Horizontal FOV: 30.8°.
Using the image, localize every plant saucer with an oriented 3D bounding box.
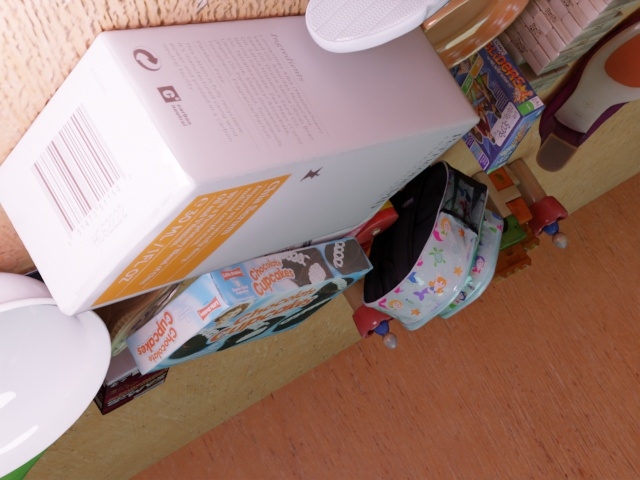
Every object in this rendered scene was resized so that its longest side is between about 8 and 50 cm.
[{"bbox_3d":[0.158,-0.256,1.369,0.200,0.037,0.200,-30,168,-7],"label":"plant saucer"}]

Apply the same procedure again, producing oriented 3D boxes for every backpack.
[{"bbox_3d":[0.181,0.025,1.945,0.225,0.191,0.254,-41,-161,45],"label":"backpack"}]

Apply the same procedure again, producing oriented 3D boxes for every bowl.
[{"bbox_3d":[-0.387,0.134,1.252,0.297,0.134,0.298,-32,150,-21],"label":"bowl"}]

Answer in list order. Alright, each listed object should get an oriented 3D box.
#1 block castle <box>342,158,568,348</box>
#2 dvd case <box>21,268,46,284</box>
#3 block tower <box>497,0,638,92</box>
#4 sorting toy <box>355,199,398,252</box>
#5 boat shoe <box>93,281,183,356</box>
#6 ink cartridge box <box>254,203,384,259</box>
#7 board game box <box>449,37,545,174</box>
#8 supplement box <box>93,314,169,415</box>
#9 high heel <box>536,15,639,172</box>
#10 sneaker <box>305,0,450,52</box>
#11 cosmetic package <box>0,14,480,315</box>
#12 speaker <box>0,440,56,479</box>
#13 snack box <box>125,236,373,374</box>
[{"bbox_3d":[0.280,0.030,2.388,0.453,0.213,0.303,-22,164,-37],"label":"block castle"},{"bbox_3d":[-0.426,0.117,1.428,0.179,0.030,0.239,-23,165,-32],"label":"dvd case"},{"bbox_3d":[0.332,-0.308,1.461,0.091,0.097,0.335,-24,165,-35],"label":"block tower"},{"bbox_3d":[0.000,0.000,1.869,0.257,0.089,0.255,-27,167,-21],"label":"sorting toy"},{"bbox_3d":[-0.273,0.097,1.545,0.285,0.105,0.089,-37,164,20],"label":"boat shoe"},{"bbox_3d":[-0.041,-0.032,1.613,0.237,0.100,0.172,-23,165,-32],"label":"ink cartridge box"},{"bbox_3d":[0.226,-0.186,1.577,0.035,0.136,0.201,-29,168,-15],"label":"board game box"},{"bbox_3d":[-0.323,0.211,1.952,0.130,0.073,0.239,-28,168,-20],"label":"supplement box"},{"bbox_3d":[0.498,-0.290,2.014,0.377,0.127,0.181,-48,-171,41],"label":"high heel"},{"bbox_3d":[0.103,-0.251,1.116,0.258,0.094,0.091,-32,163,-5],"label":"sneaker"},{"bbox_3d":[-0.067,-0.093,1.166,0.453,0.162,0.230,-19,162,-49],"label":"cosmetic package"},{"bbox_3d":[-0.491,0.310,1.808,0.131,0.131,0.296,-22,164,-40],"label":"speaker"},{"bbox_3d":[-0.089,0.084,1.576,0.187,0.060,0.322,-39,164,34],"label":"snack box"}]
